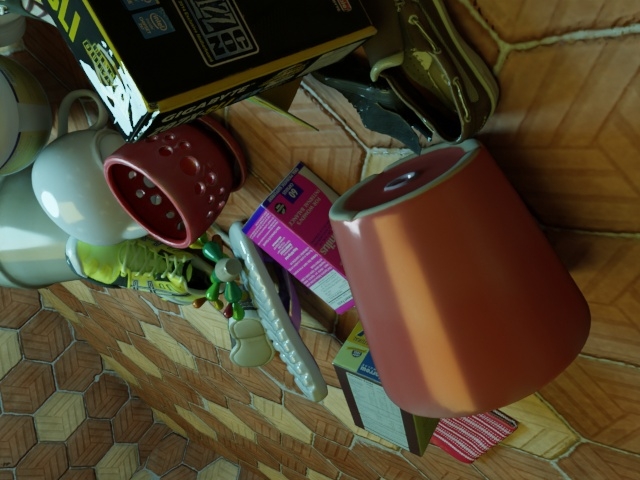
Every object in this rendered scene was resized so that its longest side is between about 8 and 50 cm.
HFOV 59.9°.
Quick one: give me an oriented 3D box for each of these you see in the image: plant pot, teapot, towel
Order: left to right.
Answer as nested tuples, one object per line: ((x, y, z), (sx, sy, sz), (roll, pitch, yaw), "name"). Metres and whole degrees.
((-0.602, -0.027, 1.328), (0.280, 0.323, 0.323), (7, 139, 16), "plant pot")
((-0.414, -0.130, 1.089), (0.187, 0.253, 0.256), (-35, 132, 20), "teapot")
((-0.236, -0.111, 0.938), (0.191, 0.174, 0.191), (25, 146, 18), "plant pot")
((0.148, 0.028, 0.674), (0.274, 0.275, 0.243), (-11, 113, 50), "plant pot")
((0.281, 0.390, 1.192), (0.198, 0.031, 0.275), (29, 147, 13), "towel")

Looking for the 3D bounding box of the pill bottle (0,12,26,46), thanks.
((-0.528, -0.431, 0.847), (0.152, 0.152, 0.272), (38, 147, 0), "pill bottle")

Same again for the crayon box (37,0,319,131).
((-0.154, -0.246, 0.673), (0.322, 0.083, 0.203), (28, -171, 17), "crayon box")

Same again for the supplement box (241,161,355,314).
((0.000, 0.000, 0.903), (0.220, 0.111, 0.114), (41, 147, -6), "supplement box")

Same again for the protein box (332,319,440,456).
((0.143, 0.208, 0.938), (0.135, 0.200, 0.201), (16, 142, 31), "protein box")

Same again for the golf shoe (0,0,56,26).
((-0.424, -0.369, 0.804), (0.105, 0.120, 0.273), (51, 172, 15), "golf shoe")

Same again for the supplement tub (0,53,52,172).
((-0.631, -0.226, 0.999), (0.241, 0.241, 0.331), (49, 178, -17), "supplement tub")

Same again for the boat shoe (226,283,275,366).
((-0.176, 0.222, 1.375), (0.116, 0.097, 0.325), (-6, 147, -6), "boat shoe")

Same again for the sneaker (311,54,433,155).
((0.057, -0.172, 0.682), (0.170, 0.051, 0.089), (28, 157, 30), "sneaker")

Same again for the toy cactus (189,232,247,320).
((-0.212, 0.065, 1.149), (0.180, 0.112, 0.219), (-25, 80, 65), "toy cactus")

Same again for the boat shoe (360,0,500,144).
((0.084, -0.207, 0.572), (0.257, 0.095, 0.095), (44, 148, -9), "boat shoe")

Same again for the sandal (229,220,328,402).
((-0.073, 0.139, 1.163), (0.169, 0.102, 0.417), (9, 125, 66), "sandal")

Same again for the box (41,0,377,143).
((-0.127, -0.275, 0.475), (0.079, 0.257, 0.322), (-22, 99, 56), "box")

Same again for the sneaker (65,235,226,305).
((-0.371, 0.048, 1.239), (0.147, 0.145, 0.384), (-10, 160, 36), "sneaker")
